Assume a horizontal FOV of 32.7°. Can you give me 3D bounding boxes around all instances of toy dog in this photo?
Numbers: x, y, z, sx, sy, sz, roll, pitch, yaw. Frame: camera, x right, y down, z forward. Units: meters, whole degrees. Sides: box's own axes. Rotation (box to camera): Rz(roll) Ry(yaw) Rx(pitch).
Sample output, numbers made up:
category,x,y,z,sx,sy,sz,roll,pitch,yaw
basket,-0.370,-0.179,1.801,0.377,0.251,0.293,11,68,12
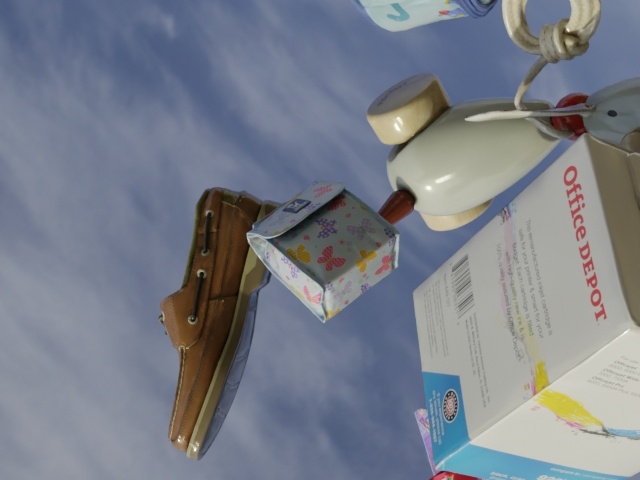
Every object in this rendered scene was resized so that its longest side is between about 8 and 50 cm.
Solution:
category,x,y,z,sx,sy,sz,roll,pitch,yaw
toy dog,0.164,-0.076,1.013,0.220,0.334,0.161,42,-124,-9

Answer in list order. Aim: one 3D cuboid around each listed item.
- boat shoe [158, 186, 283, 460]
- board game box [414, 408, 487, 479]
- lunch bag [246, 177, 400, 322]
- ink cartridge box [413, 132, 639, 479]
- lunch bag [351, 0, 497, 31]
category,x,y,z,sx,sy,sz,roll,pitch,yaw
boat shoe,-0.129,0.091,1.246,0.105,0.111,0.307,16,-100,4
board game box,0.120,0.231,0.965,0.033,0.133,0.168,-30,-57,-17
lunch bag,0.000,0.000,0.726,0.071,0.053,0.083,-34,-123,-21
ink cartridge box,0.210,0.069,0.847,0.168,0.232,0.171,17,-130,-24
lunch bag,0.041,-0.246,0.628,0.219,0.090,0.176,44,-127,-43
